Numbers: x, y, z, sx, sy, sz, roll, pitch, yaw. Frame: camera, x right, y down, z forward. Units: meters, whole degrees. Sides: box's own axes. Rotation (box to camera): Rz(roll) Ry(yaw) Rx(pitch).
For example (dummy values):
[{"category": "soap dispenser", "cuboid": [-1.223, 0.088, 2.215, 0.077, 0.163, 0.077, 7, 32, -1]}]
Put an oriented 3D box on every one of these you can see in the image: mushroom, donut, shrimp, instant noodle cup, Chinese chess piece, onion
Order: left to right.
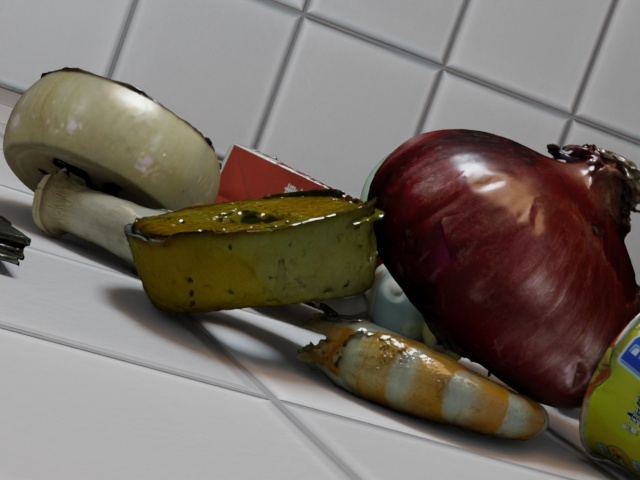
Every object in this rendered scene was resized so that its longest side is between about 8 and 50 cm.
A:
[{"category": "Chinese chess piece", "cuboid": [-0.241, -0.092, 1.835, 0.257, 0.104, 0.257, 22, -20, 8]}, {"category": "mushroom", "cuboid": [-0.213, -0.011, 1.732, 0.223, 0.081, 0.092, 19, 9, 7]}, {"category": "donut", "cuboid": [-0.060, 0.017, 1.551, 0.272, 0.107, 0.272, -8, 6, 1]}, {"category": "shrimp", "cuboid": [0.132, 0.141, 1.524, 0.287, 0.068, 0.185, 16, 5, -40]}, {"category": "onion", "cuboid": [0.214, 0.001, 1.640, 0.347, 0.285, 0.347, 47, 8, -9]}, {"category": "instant noodle cup", "cuboid": [0.372, 0.171, 1.548, 0.205, 0.205, 0.153, 14, 19, -50]}]

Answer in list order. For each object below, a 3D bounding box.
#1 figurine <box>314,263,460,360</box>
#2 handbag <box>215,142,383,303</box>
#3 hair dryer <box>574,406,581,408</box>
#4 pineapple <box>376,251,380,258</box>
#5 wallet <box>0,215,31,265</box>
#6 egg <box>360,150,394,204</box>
[{"category": "figurine", "cuboid": [0.124, 0.078, 1.856, 0.235, 0.127, 0.155, -12, 60, -18]}, {"category": "handbag", "cuboid": [0.000, 0.000, 2.029, 0.298, 0.151, 0.171, 25, 1, 11]}, {"category": "hair dryer", "cuboid": [0.369, 0.191, 1.931, 0.248, 0.078, 0.195, 24, 6, -14]}, {"category": "pineapple", "cuboid": [-0.024, 0.003, 1.838, 0.225, 0.076, 0.225, -10, 6, 1]}, {"category": "wallet", "cuboid": [-0.434, -0.045, 1.454, 0.317, 0.044, 0.169, 19, 1, -26]}, {"category": "egg", "cuboid": [0.244, -0.018, 2.394, 0.389, 0.276, 0.276, 16, 6, -14]}]
